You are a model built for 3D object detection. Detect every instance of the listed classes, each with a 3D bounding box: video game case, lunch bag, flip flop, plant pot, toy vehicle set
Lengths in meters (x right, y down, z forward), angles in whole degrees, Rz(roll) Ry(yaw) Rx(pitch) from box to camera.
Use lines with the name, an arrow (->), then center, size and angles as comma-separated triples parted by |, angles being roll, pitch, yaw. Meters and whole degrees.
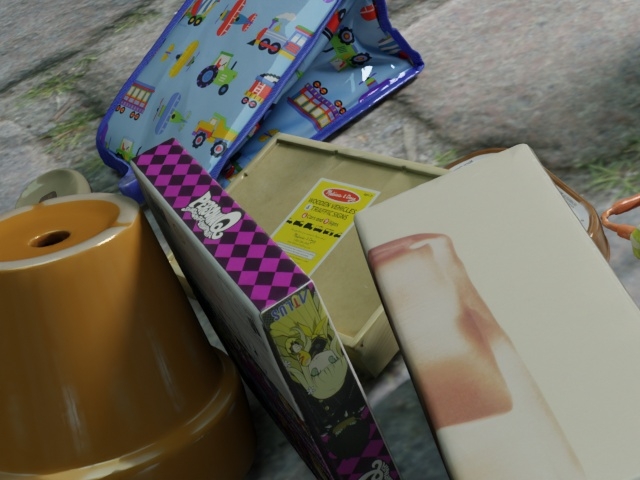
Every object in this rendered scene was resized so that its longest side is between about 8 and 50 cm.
video game case -> -0.032, 0.063, 0.796 | 0.042, 0.210, 0.232 | -30, 33, -11
lunch bag -> -0.087, -0.145, 1.208 | 0.293, 0.138, 0.221 | -46, 41, -14
flip flop -> -0.255, -0.001, 1.137 | 0.112, 0.080, 0.277 | -22, 34, 4
plant pot -> -0.161, 0.077, 0.831 | 0.205, 0.187, 0.205 | -10, 22, 4
toy vehicle set -> 0.000, 0.000, 0.981 | 0.166, 0.035, 0.267 | -49, 36, -18

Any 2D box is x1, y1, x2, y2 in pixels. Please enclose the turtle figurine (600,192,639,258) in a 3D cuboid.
turtle figurine -> 0.313, -0.045, 0.760 | 0.270, 0.087, 0.217 | -23, 30, 7

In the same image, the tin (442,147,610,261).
tin -> 0.142, -0.013, 0.950 | 0.106, 0.040, 0.189 | -33, 34, -5

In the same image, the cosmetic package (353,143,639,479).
cosmetic package -> 0.124, 0.091, 0.715 | 0.129, 0.153, 0.296 | -21, 32, 3
